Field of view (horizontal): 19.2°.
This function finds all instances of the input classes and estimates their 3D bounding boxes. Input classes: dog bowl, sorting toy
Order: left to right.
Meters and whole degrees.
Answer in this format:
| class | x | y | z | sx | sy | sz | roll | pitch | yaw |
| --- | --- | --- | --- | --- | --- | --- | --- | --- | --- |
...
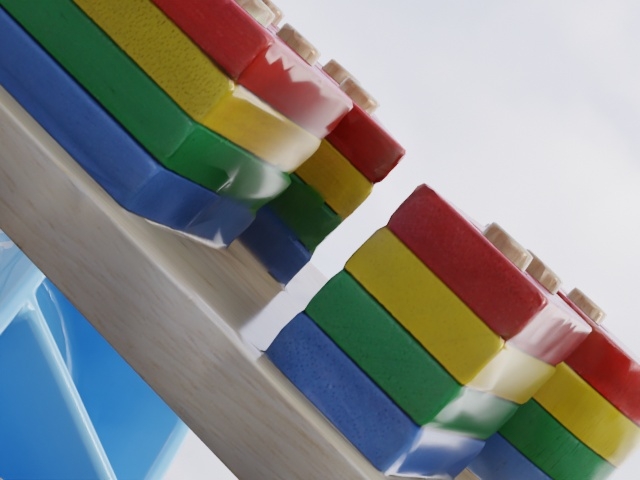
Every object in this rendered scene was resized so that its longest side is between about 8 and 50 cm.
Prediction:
| class | x | y | z | sx | sy | sz | roll | pitch | yaw |
| --- | --- | --- | --- | --- | --- | --- | --- | --- | --- |
| dog bowl | -0.139 | 0.082 | 0.863 | 0.074 | 0.297 | 0.166 | -9 | -64 | 24 |
| sorting toy | 0.000 | 0.000 | 0.593 | 0.257 | 0.089 | 0.255 | 44 | 5 | 17 |

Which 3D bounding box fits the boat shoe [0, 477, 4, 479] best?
| class | x | y | z | sx | sy | sz | roll | pitch | yaw |
| --- | --- | --- | --- | --- | --- | --- | --- | --- | --- |
| boat shoe | -0.152 | 0.080 | 0.665 | 0.219 | 0.070 | 0.078 | 49 | 1 | -37 |
